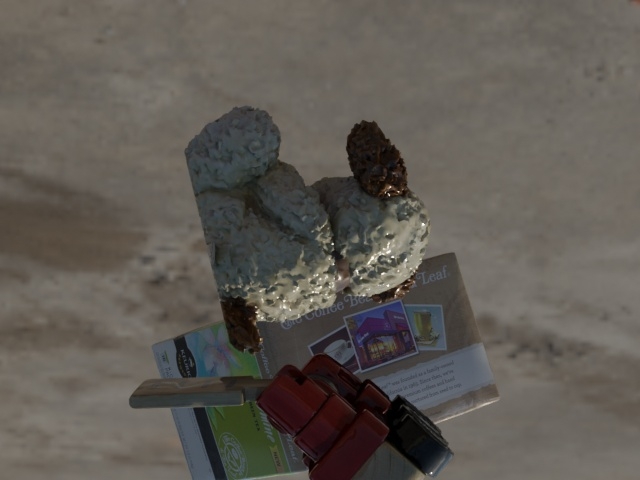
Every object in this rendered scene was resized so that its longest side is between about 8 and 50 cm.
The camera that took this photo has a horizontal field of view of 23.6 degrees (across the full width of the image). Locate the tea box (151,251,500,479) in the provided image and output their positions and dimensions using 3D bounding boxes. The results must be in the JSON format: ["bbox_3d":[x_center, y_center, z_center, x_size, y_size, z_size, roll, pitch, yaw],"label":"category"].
[{"bbox_3d":[0.003,0.179,2.101,0.329,0.220,0.323,-15,176,-33],"label":"tea box"}]

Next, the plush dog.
[{"bbox_3d":[0.000,0.000,1.535,0.225,0.211,0.262,-13,141,-4],"label":"plush dog"}]

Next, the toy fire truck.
[{"bbox_3d":[-0.027,0.162,1.394,0.246,0.158,0.217,41,-179,0],"label":"toy fire truck"}]
